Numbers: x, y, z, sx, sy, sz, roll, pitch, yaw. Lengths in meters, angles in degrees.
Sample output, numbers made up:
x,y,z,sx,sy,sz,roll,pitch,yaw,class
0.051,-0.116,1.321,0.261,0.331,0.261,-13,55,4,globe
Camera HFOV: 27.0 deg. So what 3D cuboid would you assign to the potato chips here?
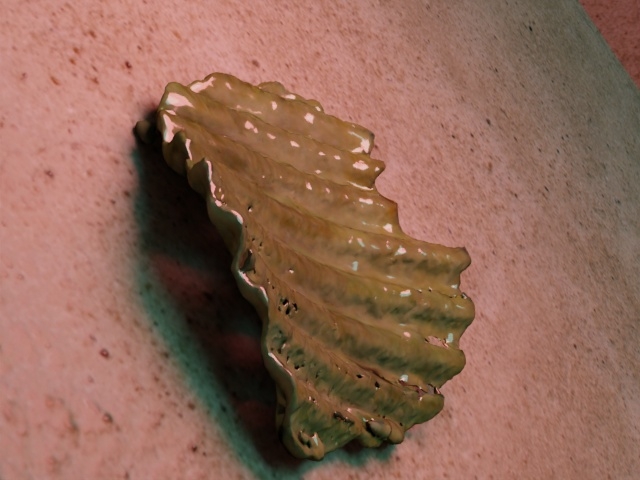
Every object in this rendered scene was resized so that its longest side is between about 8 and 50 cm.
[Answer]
x,y,z,sx,sy,sz,roll,pitch,yaw,class
-0.004,0.002,1.160,0.373,0.097,0.389,61,26,9,potato chips
